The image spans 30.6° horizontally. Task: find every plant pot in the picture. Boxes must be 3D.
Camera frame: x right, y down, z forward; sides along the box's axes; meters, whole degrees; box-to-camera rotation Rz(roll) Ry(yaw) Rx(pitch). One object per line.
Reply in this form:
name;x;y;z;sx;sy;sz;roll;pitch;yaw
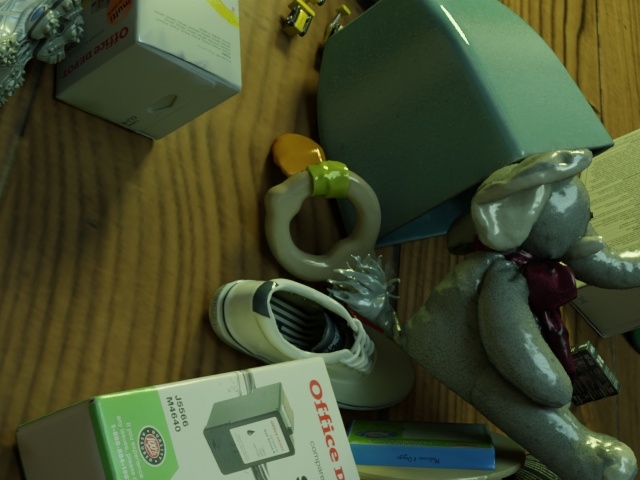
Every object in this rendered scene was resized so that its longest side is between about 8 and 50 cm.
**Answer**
plant pot;0.141;-0.160;1.356;0.247;0.247;0.252;-11;75;-53

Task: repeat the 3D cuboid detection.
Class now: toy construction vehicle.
toy construction vehicle;-0.004;-0.266;1.409;0.086;0.035;0.098;38;54;-30

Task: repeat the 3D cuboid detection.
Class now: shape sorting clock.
shape sorting clock;0.095;0.207;1.139;0.206;0.206;0.040;0;93;-50

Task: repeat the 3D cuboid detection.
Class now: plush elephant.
plush elephant;0.209;0.041;1.160;0.330;0.255;0.272;37;4;-1

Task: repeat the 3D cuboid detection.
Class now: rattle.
rattle;0.000;0.000;1.271;0.130;0.142;0.200;-39;121;-19

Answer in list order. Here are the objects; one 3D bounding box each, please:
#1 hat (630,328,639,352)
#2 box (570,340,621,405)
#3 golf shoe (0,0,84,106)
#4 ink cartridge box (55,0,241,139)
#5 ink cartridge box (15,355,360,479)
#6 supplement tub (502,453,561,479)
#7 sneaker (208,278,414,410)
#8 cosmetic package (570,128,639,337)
hat;0.525;0.076;1.836;0.208;0.173;0.183;35;12;-34
box;0.349;0.177;1.555;0.083;0.067;0.018;51;39;-16
golf shoe;-0.288;-0.170;1.011;0.086;0.069;0.176;31;49;17
ink cartridge box;-0.163;-0.210;1.110;0.127;0.128;0.176;20;56;-42
ink cartridge box;-0.092;0.216;0.974;0.272;0.114;0.198;-5;74;-51
supplement tub;0.189;0.319;1.165;0.316;0.193;0.194;-4;74;-44
sneaker;0.011;0.109;1.160;0.258;0.091;0.094;24;71;-36
cosmetic package;0.468;-0.023;1.730;0.113;0.160;0.309;44;44;-26
